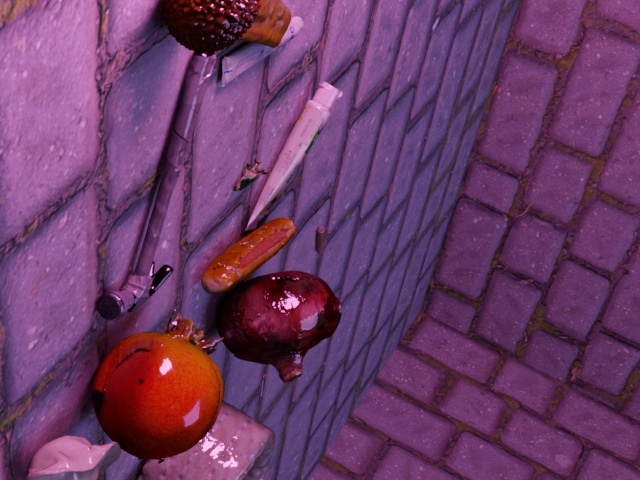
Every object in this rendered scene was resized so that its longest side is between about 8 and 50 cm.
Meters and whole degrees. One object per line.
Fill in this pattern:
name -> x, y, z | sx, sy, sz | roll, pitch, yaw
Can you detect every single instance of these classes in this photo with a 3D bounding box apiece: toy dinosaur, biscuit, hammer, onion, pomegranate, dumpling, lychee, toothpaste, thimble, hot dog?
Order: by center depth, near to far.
lychee -> -0.137, -0.303, 1.378 | 0.129, 0.123, 0.123 | -24, -156, 52
biscuit -> -0.075, -0.375, 1.597 | 0.174, 0.039, 0.183 | -11, 127, -63
hammer -> -0.228, -0.080, 1.597 | 0.152, 0.044, 0.426 | -36, 149, -62
dumpling -> -0.370, 0.345, 1.660 | 0.134, 0.100, 0.169 | -22, 146, 1
toothpaste -> -0.092, -0.305, 1.706 | 0.218, 0.033, 0.052 | -44, 152, -45
pomegranate -> -0.252, 0.234, 1.732 | 0.235, 0.210, 0.210 | -60, 165, -12
toy dinosaur -> -0.124, -0.114, 1.949 | 0.060, 0.029, 0.120 | -51, 175, 16
hot dog -> -0.133, 0.023, 2.038 | 0.088, 0.061, 0.286 | -24, -171, 29
toothpaste -> -0.058, -0.155, 2.048 | 0.058, 0.056, 0.314 | 23, 100, -39
onion -> -0.080, 0.171, 2.141 | 0.252, 0.252, 0.219 | 30, 44, -76
thimble -> -0.235, 0.477, 2.236 | 0.291, 0.195, 0.291 | -58, 165, -26

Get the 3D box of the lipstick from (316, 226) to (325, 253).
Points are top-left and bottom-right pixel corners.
lipstick -> 0.000, 0.000, 2.573 | 0.019, 0.019, 0.094 | -56, 164, -28
